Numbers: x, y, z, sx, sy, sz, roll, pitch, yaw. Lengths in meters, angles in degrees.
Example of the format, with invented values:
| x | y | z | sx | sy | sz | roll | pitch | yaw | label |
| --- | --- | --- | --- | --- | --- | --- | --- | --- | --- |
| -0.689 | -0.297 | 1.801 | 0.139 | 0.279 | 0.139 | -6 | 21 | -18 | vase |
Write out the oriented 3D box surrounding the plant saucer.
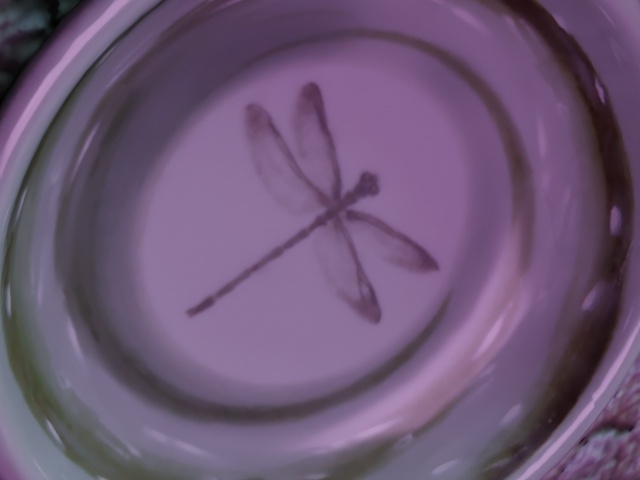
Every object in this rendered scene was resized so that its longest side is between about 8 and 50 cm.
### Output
| x | y | z | sx | sy | sz | roll | pitch | yaw | label |
| --- | --- | --- | --- | --- | --- | --- | --- | --- | --- |
| 0.000 | 0.000 | 0.772 | 0.400 | 0.100 | 0.401 | -11 | 118 | -20 | plant saucer |
